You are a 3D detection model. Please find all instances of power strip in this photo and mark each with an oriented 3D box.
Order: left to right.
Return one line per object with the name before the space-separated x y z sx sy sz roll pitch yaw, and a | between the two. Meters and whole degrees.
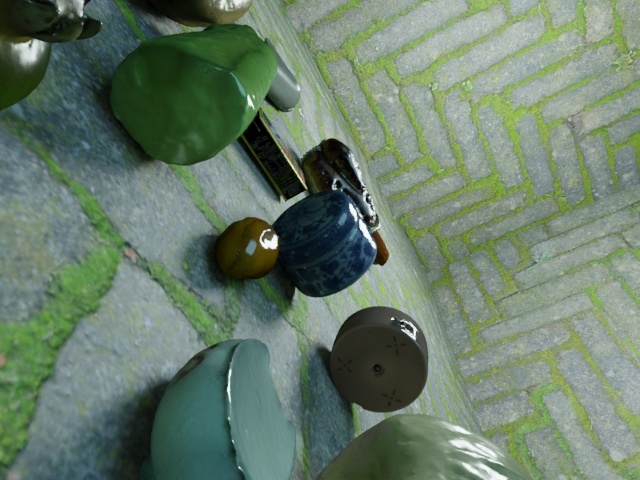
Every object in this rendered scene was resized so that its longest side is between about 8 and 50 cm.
power strip | 0.093 0.181 0.739 0.154 0.154 0.078 63 16 -6

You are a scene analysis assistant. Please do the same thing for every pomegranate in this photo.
pomegranate | -0.191 -0.127 0.261 0.114 0.142 0.115 0 90 -76

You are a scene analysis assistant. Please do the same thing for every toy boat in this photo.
toy boat | -0.076 0.151 0.378 0.207 0.078 0.134 20 54 -86

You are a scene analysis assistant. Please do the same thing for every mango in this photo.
mango | -0.085 0.011 0.569 0.127 0.063 0.077 -29 102 -75

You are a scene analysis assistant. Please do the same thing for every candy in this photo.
candy | -0.137 -0.207 0.599 0.132 0.142 0.344 45 20 -21

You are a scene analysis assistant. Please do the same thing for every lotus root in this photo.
lotus root | -0.188 -0.398 0.723 0.257 0.154 0.140 -59 162 -55

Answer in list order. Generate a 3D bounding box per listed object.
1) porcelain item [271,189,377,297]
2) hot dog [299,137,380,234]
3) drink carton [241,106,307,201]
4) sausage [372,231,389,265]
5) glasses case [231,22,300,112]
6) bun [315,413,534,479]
porcelain item | 0.000 0.000 0.725 0.114 0.147 0.147 56 16 -27
hot dog | 0.051 -0.125 1.160 0.162 0.081 0.271 -24 84 -34
drink carton | -0.089 -0.157 0.858 0.166 0.056 0.071 56 9 -34
sausage | 0.121 -0.017 1.341 0.302 0.076 0.103 44 25 -56
glasses case | -0.127 -0.396 1.067 0.129 0.083 0.308 68 14 8
bun | 0.127 0.319 0.389 0.361 0.212 0.362 157 -90 -85
